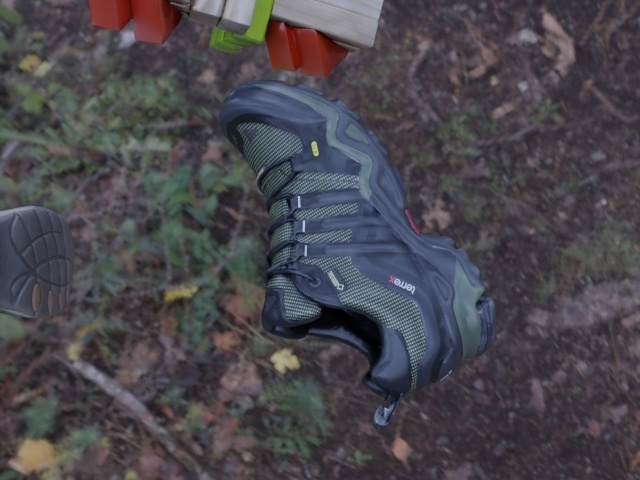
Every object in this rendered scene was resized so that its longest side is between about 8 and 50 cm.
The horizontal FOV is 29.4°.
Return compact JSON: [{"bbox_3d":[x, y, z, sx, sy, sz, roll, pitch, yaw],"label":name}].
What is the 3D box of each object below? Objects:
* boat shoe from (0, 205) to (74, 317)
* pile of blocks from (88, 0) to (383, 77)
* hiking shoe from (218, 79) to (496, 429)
[{"bbox_3d":[-0.393,0.019,1.363,0.130,0.355,0.132,5,87,16],"label":"boat shoe"},{"bbox_3d":[-0.106,-0.186,0.858,0.149,0.362,0.112,10,86,46],"label":"pile of blocks"},{"bbox_3d":[0.000,0.000,0.733,0.114,0.086,0.227,-35,75,-27],"label":"hiking shoe"}]
